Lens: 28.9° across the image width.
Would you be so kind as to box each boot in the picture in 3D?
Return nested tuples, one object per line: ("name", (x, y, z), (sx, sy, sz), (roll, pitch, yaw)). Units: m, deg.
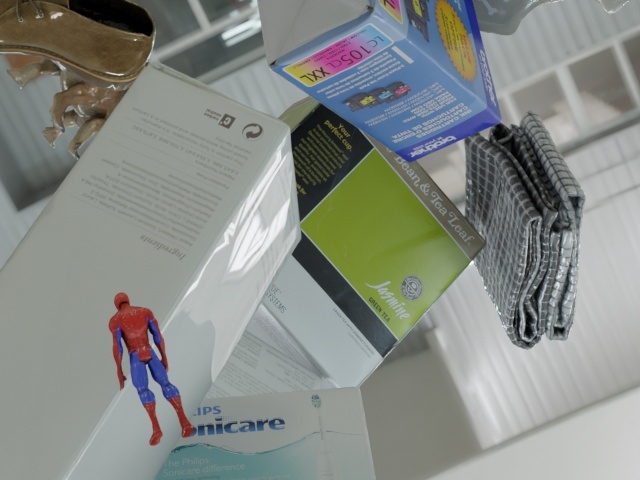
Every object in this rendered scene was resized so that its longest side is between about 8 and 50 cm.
("boot", (-0.333, -0.268, 1.404), (0.115, 0.305, 0.112), (138, -38, -60))

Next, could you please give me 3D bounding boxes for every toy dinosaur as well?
("toy dinosaur", (-0.309, -0.225, 1.750), (0.200, 0.296, 0.127), (-41, -122, -15))

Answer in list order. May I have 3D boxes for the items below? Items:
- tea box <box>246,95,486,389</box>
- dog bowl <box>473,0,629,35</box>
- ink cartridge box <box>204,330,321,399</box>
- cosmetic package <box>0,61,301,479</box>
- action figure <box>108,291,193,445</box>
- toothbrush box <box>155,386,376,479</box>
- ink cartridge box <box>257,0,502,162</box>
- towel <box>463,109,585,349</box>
("tea box", (0.000, 0.000, 1.821), (0.323, 0.329, 0.220), (-45, -168, -18))
("dog bowl", (0.294, -0.439, 1.758), (0.348, 0.102, 0.349), (-5, -132, 5))
("ink cartridge box", (-0.167, 0.260, 1.563), (0.091, 0.308, 0.385), (-39, -154, 39))
("cosmetic package", (-0.173, 0.069, 1.082), (0.385, 0.156, 0.217), (-57, 163, -25))
("action figure", (-0.122, 0.085, 0.858), (0.038, 0.115, 0.030), (-13, 154, -21))
("toothbrush box", (-0.050, 0.295, 1.175), (0.216, 0.126, 0.295), (-5, -134, -6))
("ink cartridge box", (0.081, -0.275, 1.520), (0.151, 0.270, 0.395), (-21, 154, 24))
("towel", (0.294, -0.015, 1.833), (0.121, 0.284, 0.235), (-10, -139, -6))
